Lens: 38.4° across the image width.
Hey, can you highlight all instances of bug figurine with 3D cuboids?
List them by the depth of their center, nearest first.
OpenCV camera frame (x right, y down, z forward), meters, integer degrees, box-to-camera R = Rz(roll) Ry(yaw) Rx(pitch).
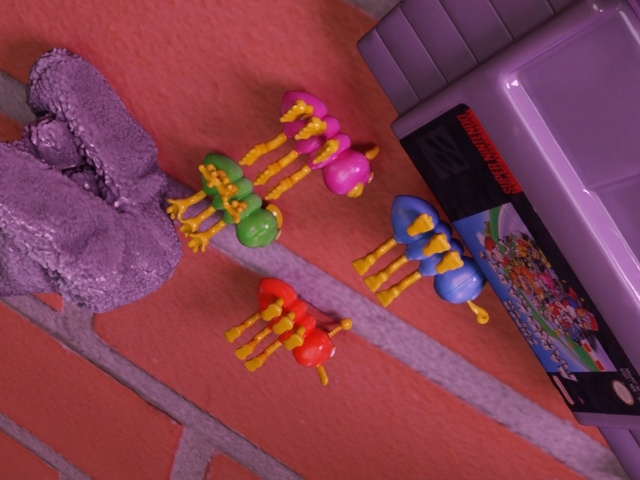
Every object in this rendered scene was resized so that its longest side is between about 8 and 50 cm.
[{"bbox_3d":[0.000,0.000,0.709,0.216,0.072,0.279,55,140,-4],"label":"bug figurine"}]

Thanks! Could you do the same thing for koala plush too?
[{"bbox_3d":[-0.252,-0.011,0.801,0.221,0.196,0.203,-24,117,40],"label":"koala plush"}]

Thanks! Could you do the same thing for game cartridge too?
[{"bbox_3d":[0.164,-0.003,0.515,0.355,0.068,0.230,57,156,-4],"label":"game cartridge"}]
